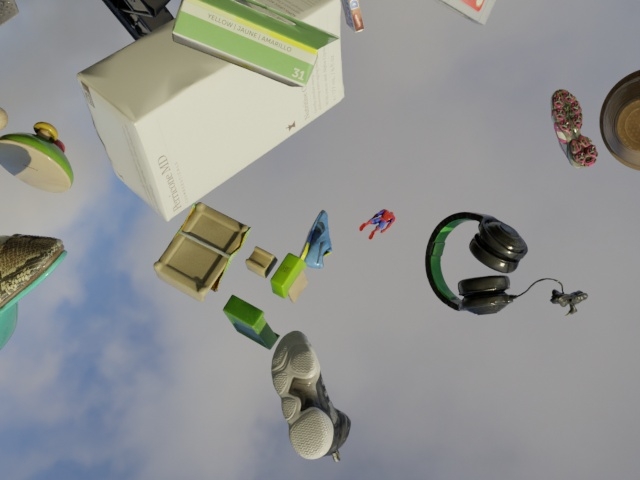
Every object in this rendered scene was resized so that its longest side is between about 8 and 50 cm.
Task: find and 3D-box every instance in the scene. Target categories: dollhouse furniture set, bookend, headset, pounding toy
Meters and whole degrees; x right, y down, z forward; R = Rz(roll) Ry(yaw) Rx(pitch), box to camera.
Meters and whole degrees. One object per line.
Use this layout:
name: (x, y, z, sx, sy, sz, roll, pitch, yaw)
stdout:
dollhouse furniture set: (-0.198, 0.076, 1.627, 0.302, 0.151, 0.197, 27, -108, 20)
bookend: (-0.340, -0.453, 1.387, 0.156, 0.157, 0.072, 24, -109, 41)
headset: (0.431, 0.074, 1.723, 0.394, 0.185, 0.243, 26, -71, 48)
pounding toy: (-0.640, -0.217, 1.590, 0.183, 0.237, 0.110, -18, -137, 48)

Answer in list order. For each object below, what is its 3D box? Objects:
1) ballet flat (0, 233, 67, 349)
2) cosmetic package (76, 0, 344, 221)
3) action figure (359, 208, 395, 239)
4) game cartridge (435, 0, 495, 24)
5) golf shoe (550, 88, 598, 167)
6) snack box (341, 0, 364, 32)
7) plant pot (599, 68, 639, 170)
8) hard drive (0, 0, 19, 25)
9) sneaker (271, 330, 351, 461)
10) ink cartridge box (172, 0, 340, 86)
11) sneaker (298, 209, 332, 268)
ballet flat: (-0.647, 0.090, 1.380, 0.483, 0.182, 0.164, -38, -165, 46)
cosmetic package: (-0.151, -0.234, 1.106, 0.156, 0.217, 0.385, 37, -115, 27)
action figure: (0.111, -0.034, 1.346, 0.038, 0.115, 0.030, 39, -54, 14)
game cartridge: (0.278, -0.510, 1.289, 0.060, 0.294, 0.196, 27, -72, 26)
golf shoe: (0.557, -0.250, 1.624, 0.068, 0.186, 0.086, -22, -175, -8)
snack box: (0.049, -0.495, 1.373, 0.022, 0.178, 0.064, -20, -144, -5)
plant pot: (0.728, -0.262, 1.580, 0.237, 0.110, 0.237, 13, -68, 35)
hard drive: (-0.710, -0.446, 1.346, 0.054, 0.172, 0.255, 30, -123, 26)
sneaker: (-0.017, 0.325, 1.473, 0.101, 0.153, 0.268, -23, -123, 14)
ink cartridge box: (-0.085, -0.234, 0.835, 0.235, 0.171, 0.056, -132, -118, -74)
sneaker: (0.000, 0.000, 2.075, 0.069, 0.082, 0.209, 117, -6, -47)
